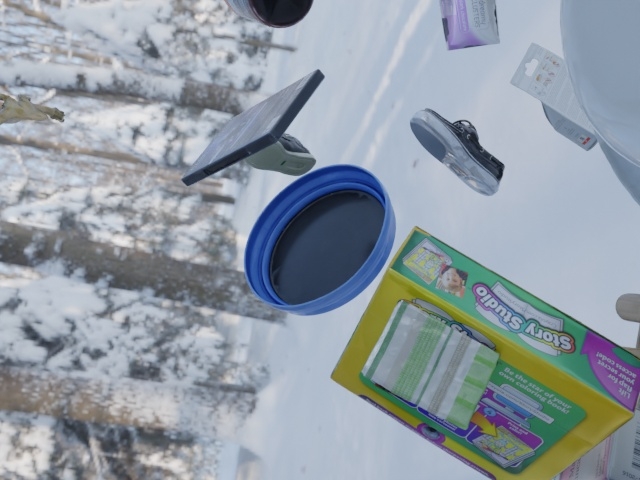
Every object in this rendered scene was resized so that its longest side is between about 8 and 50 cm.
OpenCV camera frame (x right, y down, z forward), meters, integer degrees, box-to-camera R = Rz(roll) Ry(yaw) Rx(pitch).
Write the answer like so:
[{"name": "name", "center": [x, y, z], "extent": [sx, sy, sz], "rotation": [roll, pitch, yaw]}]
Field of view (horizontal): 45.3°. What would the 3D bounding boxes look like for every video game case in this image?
[{"name": "video game case", "center": [-0.128, -0.204, 1.410], "extent": [0.274, 0.026, 0.196], "rotation": [-20, 30, 46]}]

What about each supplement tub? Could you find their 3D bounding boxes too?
[{"name": "supplement tub", "center": [-0.088, -0.382, 1.150], "extent": [0.198, 0.106, 0.106], "rotation": [-136, 54, -59]}]

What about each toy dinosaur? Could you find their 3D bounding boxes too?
[{"name": "toy dinosaur", "center": [-0.427, -0.178, 1.057], "extent": [0.183, 0.093, 0.053], "rotation": [-45, -26, -64]}]

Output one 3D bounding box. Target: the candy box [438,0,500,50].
[{"name": "candy box", "center": [0.181, -0.365, 0.959], "extent": [0.165, 0.070, 0.196], "rotation": [69, -158, -46]}]

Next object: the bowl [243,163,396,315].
[{"name": "bowl", "center": [0.000, 0.000, 1.785], "extent": [0.077, 0.391, 0.391], "rotation": [45, -146, -42]}]

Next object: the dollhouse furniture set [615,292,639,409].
[{"name": "dollhouse furniture set", "center": [0.714, 0.365, 1.832], "extent": [0.362, 0.256, 0.394], "rotation": [50, -127, -53]}]

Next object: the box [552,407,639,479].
[{"name": "box", "center": [0.500, 0.400, 1.310], "extent": [0.232, 0.127, 0.148], "rotation": [108, -175, -54]}]

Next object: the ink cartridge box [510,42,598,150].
[{"name": "ink cartridge box", "center": [0.418, -0.252, 1.338], "extent": [0.145, 0.179, 0.045], "rotation": [-56, -5, -38]}]

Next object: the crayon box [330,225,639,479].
[{"name": "crayon box", "center": [0.225, 0.191, 1.126], "extent": [0.106, 0.363, 0.313], "rotation": [-53, -10, -40]}]

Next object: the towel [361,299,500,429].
[{"name": "towel", "center": [0.143, 0.160, 0.990], "extent": [0.113, 0.152, 0.023], "rotation": [-60, -2, -13]}]

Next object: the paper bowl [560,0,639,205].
[{"name": "paper bowl", "center": [0.239, -0.132, 0.397], "extent": [0.284, 0.148, 0.284], "rotation": [178, 90, -69]}]

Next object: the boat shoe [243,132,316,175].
[{"name": "boat shoe", "center": [-0.105, -0.197, 1.617], "extent": [0.084, 0.233, 0.079], "rotation": [-38, 64, 25]}]

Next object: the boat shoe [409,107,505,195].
[{"name": "boat shoe", "center": [0.247, -0.167, 1.332], "extent": [0.080, 0.228, 0.076], "rotation": [10, 66, 60]}]
